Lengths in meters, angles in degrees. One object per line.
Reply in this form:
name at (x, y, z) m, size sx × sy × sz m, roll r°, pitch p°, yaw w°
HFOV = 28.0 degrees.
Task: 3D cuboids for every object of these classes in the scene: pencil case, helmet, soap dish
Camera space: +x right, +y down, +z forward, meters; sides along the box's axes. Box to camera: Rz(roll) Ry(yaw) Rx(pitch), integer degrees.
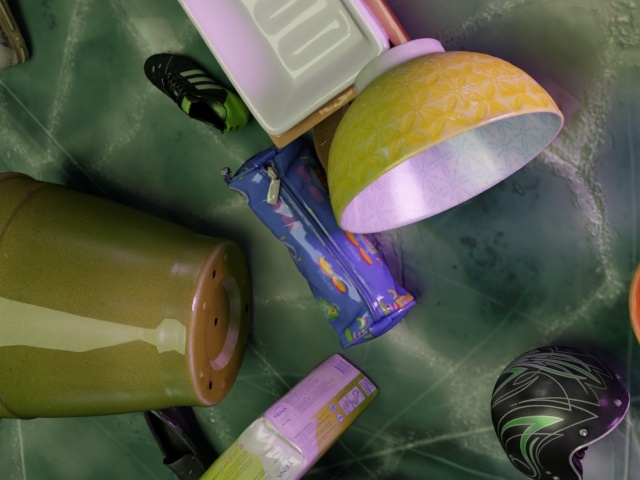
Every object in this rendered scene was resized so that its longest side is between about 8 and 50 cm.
pencil case at (0.000, 0.000, 1.712) m, size 0.119 × 0.133 × 0.306 m, roll -35°, pitch 91°, yaw 3°
helmet at (0.298, 0.211, 1.602) m, size 0.169 × 0.169 × 0.161 m, roll 18°, pitch 135°, yaw 24°
soap dish at (-0.040, -0.296, 1.604) m, size 0.229 × 0.118 × 0.291 m, roll -33°, pitch 92°, yaw 29°

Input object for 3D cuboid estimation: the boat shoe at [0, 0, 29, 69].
boat shoe at (-0.516, -0.389, 1.894) m, size 0.104 × 0.089 × 0.285 m, roll 5°, pitch 112°, yaw 58°

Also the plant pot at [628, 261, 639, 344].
plant pot at (0.466, 0.047, 1.415) m, size 0.205 × 0.188 × 0.205 m, roll 12°, pitch 115°, yaw 26°

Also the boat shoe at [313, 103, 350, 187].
boat shoe at (0.037, -0.112, 1.686) m, size 0.063 × 0.059 × 0.170 m, roll -17°, pitch 80°, yaw 40°

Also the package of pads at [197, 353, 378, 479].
package of pads at (-0.073, 0.313, 1.825) m, size 0.101 × 0.229 × 0.296 m, roll 44°, pitch 125°, yaw 8°

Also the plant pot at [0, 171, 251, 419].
plant pot at (-0.298, 0.098, 1.824) m, size 0.353 × 0.366 × 0.366 m, roll 6°, pitch 113°, yaw 17°

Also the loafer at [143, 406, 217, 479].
loafer at (-0.215, 0.341, 2.014) m, size 0.076 × 0.078 × 0.223 m, roll -20°, pitch 99°, yaw 36°

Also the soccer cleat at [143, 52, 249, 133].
soccer cleat at (-0.179, -0.204, 1.766) m, size 0.179 × 0.072 × 0.060 m, roll 31°, pitch 123°, yaw 16°

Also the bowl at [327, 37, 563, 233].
bowl at (0.122, -0.142, 1.506) m, size 0.289 × 0.289 × 0.156 m, roll -35°, pitch 72°, yaw 36°
